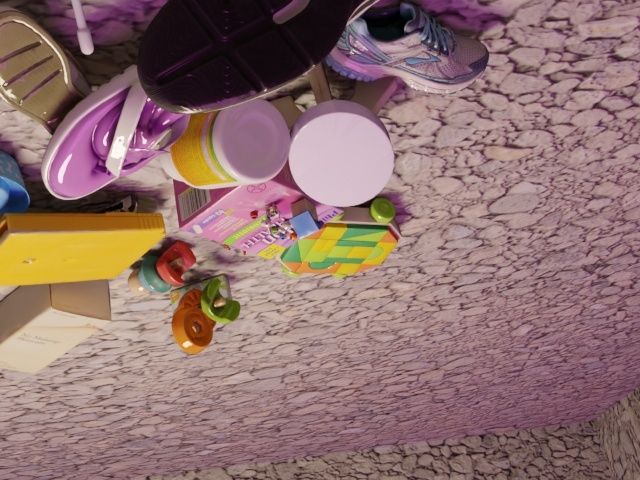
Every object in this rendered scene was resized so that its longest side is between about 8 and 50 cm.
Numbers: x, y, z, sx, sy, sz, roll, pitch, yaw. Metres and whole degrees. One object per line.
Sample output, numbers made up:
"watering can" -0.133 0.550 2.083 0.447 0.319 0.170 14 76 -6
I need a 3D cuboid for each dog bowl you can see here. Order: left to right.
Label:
"dog bowl" -0.653 -0.073 1.600 0.297 0.074 0.166 -22 150 19

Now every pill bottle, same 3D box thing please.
"pill bottle" -0.170 -0.155 1.501 0.136 0.136 0.245 10 173 -35

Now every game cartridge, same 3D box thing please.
"game cartridge" -0.495 0.016 1.766 0.323 0.053 0.285 -3 160 -40

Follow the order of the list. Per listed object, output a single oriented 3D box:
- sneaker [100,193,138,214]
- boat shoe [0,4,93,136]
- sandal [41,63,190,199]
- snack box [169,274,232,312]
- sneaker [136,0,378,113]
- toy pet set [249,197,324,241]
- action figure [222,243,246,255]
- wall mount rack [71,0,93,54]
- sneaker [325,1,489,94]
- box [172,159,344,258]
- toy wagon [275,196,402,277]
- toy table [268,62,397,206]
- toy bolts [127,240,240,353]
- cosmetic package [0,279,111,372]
"sneaker" -0.392 -0.057 1.764 0.043 0.040 0.109 16 141 -37
"boat shoe" -0.416 -0.245 1.340 0.113 0.103 0.302 -30 150 -4
"sandal" -0.257 -0.183 1.371 0.416 0.102 0.169 -38 150 13
"snack box" -0.275 0.149 2.112 0.141 0.100 0.037 -19 155 10
"sneaker" -0.047 -0.283 1.204 0.447 0.169 0.257 -38 -179 -16
"toy pet set" -0.052 -0.021 1.687 0.114 0.065 0.122 -24 149 21
"action figure" -0.190 0.004 1.965 0.038 0.030 0.115 -23 148 28
"wall mount rack" -0.238 -0.385 1.146 0.350 0.130 0.304 -10 160 -2
"sneaker" 0.153 -0.313 1.448 0.283 0.110 0.122 -1 146 -20
"box" -0.119 -0.086 1.736 0.213 0.117 0.243 -32 146 32
"toy wagon" 0.000 0.000 1.987 0.344 0.068 0.267 2 148 -24
"toy table" 0.021 -0.195 1.552 0.252 0.161 0.274 -9 151 -4
"toy bolts" -0.324 0.140 1.965 0.158 0.218 0.228 -24 111 33
"cosmetic package" -0.624 0.181 2.027 0.309 0.113 0.160 -32 145 34
